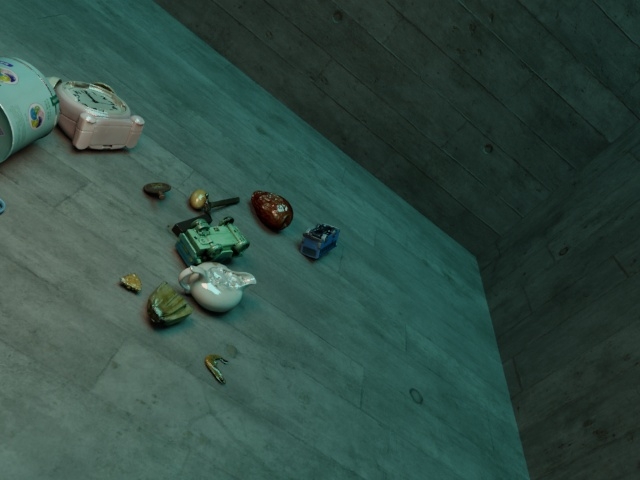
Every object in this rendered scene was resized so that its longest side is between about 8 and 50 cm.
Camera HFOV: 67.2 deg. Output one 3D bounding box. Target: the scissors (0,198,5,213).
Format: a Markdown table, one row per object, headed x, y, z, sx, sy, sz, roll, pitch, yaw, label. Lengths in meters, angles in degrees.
| x | y | z | sx | sy | sz | roll | pitch | yaw | label |
| --- | --- | --- | --- | --- | --- | --- | --- | --- | --- |
| -1.070 | -0.151 | 1.416 | 0.256 | 0.030 | 0.125 | 39 | 27 | -11 | scissors |

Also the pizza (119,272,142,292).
| x | y | z | sx | sy | sz | roll | pitch | yaw | label |
| --- | --- | --- | --- | --- | --- | --- | --- | --- | --- |
| -0.629 | 0.137 | 1.584 | 0.078 | 0.025 | 0.083 | 22 | 28 | -41 | pizza |

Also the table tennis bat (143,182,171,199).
| x | y | z | sx | sy | sz | roll | pitch | yaw | label |
| --- | --- | --- | --- | --- | --- | --- | --- | --- | --- |
| -0.657 | -0.158 | 1.965 | 0.107 | 0.119 | 0.170 | -9 | 29 | -25 | table tennis bat |

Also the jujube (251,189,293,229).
| x | y | z | sx | sy | sz | roll | pitch | yaw | label |
| --- | --- | --- | --- | --- | --- | --- | --- | --- | --- |
| -0.240 | -0.154 | 2.344 | 0.236 | 0.168 | 0.168 | 38 | 25 | 24 | jujube |

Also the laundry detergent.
| x | y | z | sx | sy | sz | roll | pitch | yaw | label |
| --- | --- | --- | --- | --- | --- | --- | --- | --- | --- |
| -1.042 | -0.433 | 1.565 | 0.287 | 0.287 | 0.305 | 35 | 30 | -15 | laundry detergent |

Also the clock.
| x | y | z | sx | sy | sz | roll | pitch | yaw | label |
| --- | --- | --- | --- | --- | --- | --- | --- | --- | --- |
| -0.930 | -0.521 | 1.944 | 0.326 | 0.184 | 0.342 | 46 | 23 | 14 | clock |

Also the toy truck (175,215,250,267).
| x | y | z | sx | sy | sz | roll | pitch | yaw | label |
| --- | --- | --- | --- | --- | --- | --- | --- | --- | --- |
| -0.417 | 0.010 | 1.881 | 0.155 | 0.156 | 0.278 | 53 | 30 | 17 | toy truck |

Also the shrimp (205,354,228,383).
| x | y | z | sx | sy | sz | roll | pitch | yaw | label |
| --- | --- | --- | --- | --- | --- | --- | --- | --- | --- |
| -0.328 | 0.419 | 1.585 | 0.114 | 0.023 | 0.083 | 49 | 26 | 19 | shrimp |

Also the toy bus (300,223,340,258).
| x | y | z | sx | sy | sz | roll | pitch | yaw | label |
| --- | --- | --- | --- | --- | --- | --- | --- | --- | --- |
| 0.000 | 0.000 | 2.436 | 0.115 | 0.134 | 0.234 | 19 | 21 | 21 | toy bus |

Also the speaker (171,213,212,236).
| x | y | z | sx | sy | sz | roll | pitch | yaw | label |
| --- | --- | --- | --- | --- | --- | --- | --- | --- | --- |
| -0.522 | -0.062 | 1.969 | 0.046 | 0.040 | 0.191 | 47 | 29 | 6 | speaker |

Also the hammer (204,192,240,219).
| x | y | z | sx | sy | sz | roll | pitch | yaw | label |
| --- | --- | --- | --- | --- | --- | --- | --- | --- | --- |
| -0.441 | -0.170 | 2.174 | 0.026 | 0.125 | 0.297 | 8 | 14 | 16 | hammer |

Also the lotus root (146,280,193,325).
| x | y | z | sx | sy | sz | roll | pitch | yaw | label |
| --- | --- | --- | --- | --- | --- | --- | --- | --- | --- |
| -0.512 | 0.222 | 1.573 | 0.143 | 0.070 | 0.144 | 49 | 25 | -1 | lotus root |

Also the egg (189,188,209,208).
| x | y | z | sx | sy | sz | roll | pitch | yaw | label |
| --- | --- | --- | --- | --- | --- | --- | --- | --- | --- |
| -0.525 | -0.176 | 2.076 | 0.080 | 0.080 | 0.096 | 40 | 33 | -5 | egg |

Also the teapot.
| x | y | z | sx | sy | sz | roll | pitch | yaw | label |
| --- | --- | --- | --- | --- | --- | --- | --- | --- | --- |
| -0.382 | 0.160 | 1.746 | 0.298 | 0.139 | 0.205 | 9 | 46 | -47 | teapot |
